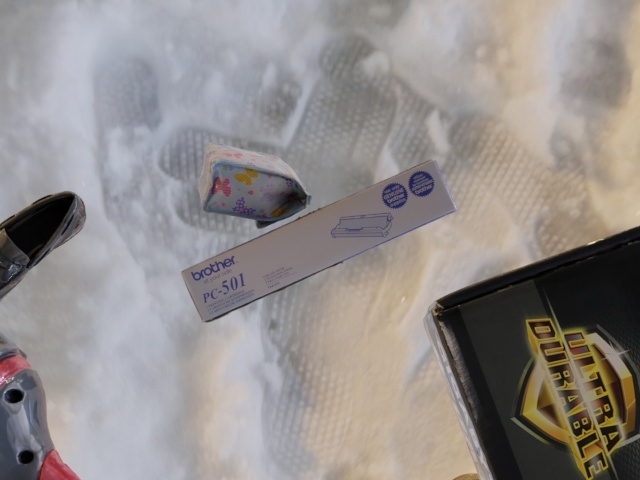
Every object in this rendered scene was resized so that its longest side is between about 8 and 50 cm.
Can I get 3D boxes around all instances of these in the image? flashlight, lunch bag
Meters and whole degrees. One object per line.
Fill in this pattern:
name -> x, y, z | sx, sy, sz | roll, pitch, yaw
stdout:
flashlight -> -0.166, 0.182, 0.829 | 0.304, 0.103, 0.103 | 39, 41, 10
lunch bag -> -0.052, -0.042, 0.943 | 0.083, 0.071, 0.053 | 9, 105, -12

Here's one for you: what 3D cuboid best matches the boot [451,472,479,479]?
boot -> 0.217, 0.295, 1.353 | 0.236, 0.269, 0.089 | 34, 98, -10

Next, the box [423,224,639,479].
box -> 0.158, 0.100, 0.458 | 0.175, 0.051, 0.220 | -19, 81, -3

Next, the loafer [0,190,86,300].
loafer -> -0.383, 0.013, 1.459 | 0.223, 0.078, 0.076 | -40, 82, -18

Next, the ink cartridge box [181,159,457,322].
ink cartridge box -> 0.000, 0.000, 0.926 | 0.207, 0.097, 0.046 | -24, 89, 2
